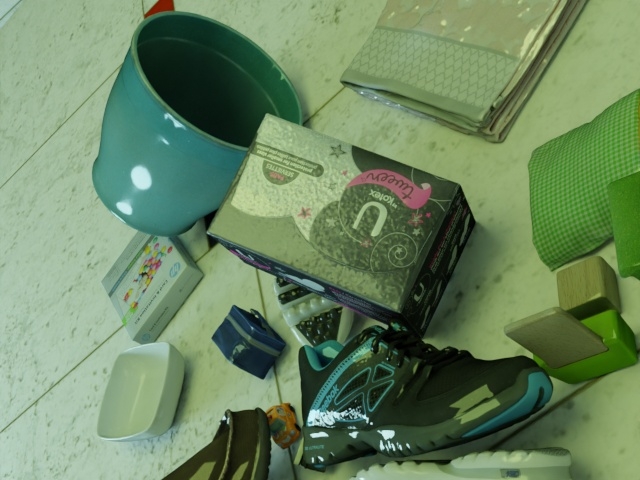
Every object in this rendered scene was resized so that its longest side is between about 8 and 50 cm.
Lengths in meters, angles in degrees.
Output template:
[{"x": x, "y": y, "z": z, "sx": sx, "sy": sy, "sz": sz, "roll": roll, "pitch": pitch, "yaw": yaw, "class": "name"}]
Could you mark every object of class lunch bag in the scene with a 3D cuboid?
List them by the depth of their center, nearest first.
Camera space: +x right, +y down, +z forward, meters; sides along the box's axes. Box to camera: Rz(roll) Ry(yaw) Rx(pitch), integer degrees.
[{"x": -0.092, "y": 0.127, "z": 1.460, "sx": 0.065, "sy": 0.067, "sz": 0.098, "roll": -55, "pitch": 35, "yaw": 4, "class": "lunch bag"}]

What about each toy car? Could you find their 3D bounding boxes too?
[{"x": -0.079, "y": 0.238, "z": 1.386, "sx": 0.122, "sy": 0.040, "sz": 0.060, "roll": -31, "pitch": 44, "yaw": 32, "class": "toy car"}]

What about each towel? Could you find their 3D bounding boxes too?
[{"x": 0.195, "y": -0.302, "z": 1.451, "sx": 0.332, "sy": 0.053, "sz": 0.317, "roll": 28, "pitch": 87, "yaw": 53, "class": "towel"}]

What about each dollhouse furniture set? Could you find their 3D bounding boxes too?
[{"x": 0.263, "y": -0.042, "z": 1.094, "sx": 0.197, "sy": 0.151, "sz": 0.302, "roll": -27, "pitch": 46, "yaw": 36, "class": "dollhouse furniture set"}]

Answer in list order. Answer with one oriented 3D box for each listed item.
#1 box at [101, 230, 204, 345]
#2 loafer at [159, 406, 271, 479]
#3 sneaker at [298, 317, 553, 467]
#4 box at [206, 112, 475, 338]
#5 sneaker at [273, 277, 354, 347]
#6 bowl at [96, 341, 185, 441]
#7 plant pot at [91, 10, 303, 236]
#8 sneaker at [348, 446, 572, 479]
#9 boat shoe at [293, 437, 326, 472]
[{"x": -0.264, "y": 0.059, "z": 1.736, "sx": 0.145, "sy": 0.038, "sz": 0.186, "roll": -53, "pitch": 37, "yaw": 8, "class": "box"}, {"x": -0.180, "y": 0.346, "z": 1.311, "sx": 0.366, "sy": 0.130, "sz": 0.134, "roll": -59, "pitch": 13, "yaw": 3, "class": "loafer"}, {"x": 0.083, "y": 0.146, "z": 1.136, "sx": 0.341, "sy": 0.125, "sz": 0.140, "roll": -21, "pitch": 78, "yaw": 48, "class": "sneaker"}, {"x": 0.027, "y": -0.018, "z": 1.272, "sx": 0.247, "sy": 0.142, "sz": 0.163, "roll": 23, "pitch": 81, "yaw": 19, "class": "box"}, {"x": 0.000, "y": 0.000, "z": 1.421, "sx": 0.110, "sy": 0.118, "sz": 0.292, "roll": -17, "pitch": 71, "yaw": 23, "class": "sneaker"}, {"x": -0.247, "y": 0.221, "z": 1.585, "sx": 0.142, "sy": 0.053, "sz": 0.142, "roll": -15, "pitch": 53, "yaw": 43, "class": "bowl"}, {"x": -0.205, "y": -0.152, "z": 1.652, "sx": 0.255, "sy": 0.271, "sz": 0.272, "roll": -49, "pitch": 34, "yaw": 37, "class": "plant pot"}, {"x": 0.120, "y": 0.268, "z": 1.079, "sx": 0.281, "sy": 0.105, "sz": 0.115, "roll": -22, "pitch": 67, "yaw": 50, "class": "sneaker"}, {"x": 0.009, "y": 0.205, "z": 1.309, "sx": 0.049, "sy": 0.042, "sz": 0.133, "roll": 97, "pitch": -168, "yaw": -69, "class": "boat shoe"}]
